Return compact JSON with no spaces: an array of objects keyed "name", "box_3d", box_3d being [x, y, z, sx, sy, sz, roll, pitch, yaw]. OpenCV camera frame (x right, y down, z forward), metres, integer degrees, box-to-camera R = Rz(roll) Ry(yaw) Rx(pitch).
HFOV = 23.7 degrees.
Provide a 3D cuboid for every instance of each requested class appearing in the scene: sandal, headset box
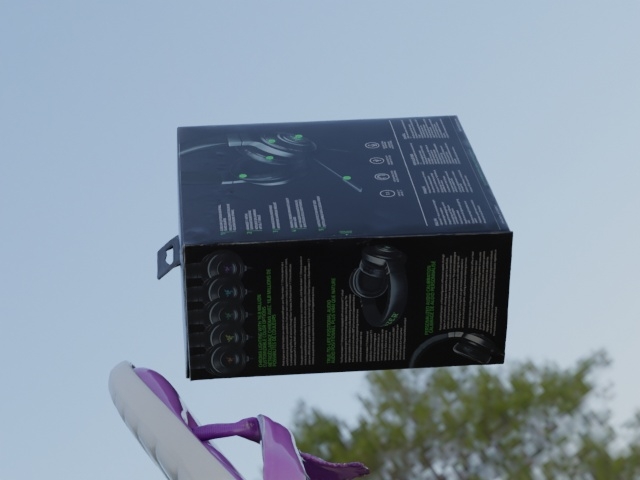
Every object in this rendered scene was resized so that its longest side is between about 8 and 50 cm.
[{"name":"sandal","box_3d":[0.002,0.191,0.948,0.102,0.416,0.169,-37,-47,-12]},{"name":"headset box","box_3d":[0.000,0.000,1.310,0.283,0.246,0.131,-3,-63,-6]}]
